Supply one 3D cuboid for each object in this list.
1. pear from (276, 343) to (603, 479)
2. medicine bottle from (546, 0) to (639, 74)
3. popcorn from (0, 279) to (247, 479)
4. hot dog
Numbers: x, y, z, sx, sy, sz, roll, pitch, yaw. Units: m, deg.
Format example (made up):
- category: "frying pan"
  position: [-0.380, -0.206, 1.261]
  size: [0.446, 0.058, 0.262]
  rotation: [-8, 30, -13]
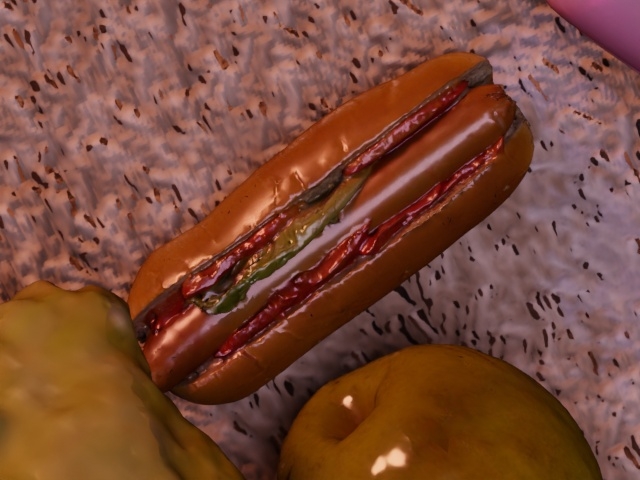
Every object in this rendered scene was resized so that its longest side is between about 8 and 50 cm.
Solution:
- category: "pear"
  position: [0.061, 0.129, 0.926]
  size: [0.149, 0.149, 0.162]
  rotation: [-45, 102, -1]
- category: "medicine bottle"
  position: [0.241, -0.108, 0.919]
  size: [0.254, 0.152, 0.152]
  rotation: [32, 92, -17]
- category: "popcorn"
  position: [-0.134, 0.176, 0.821]
  size: [0.312, 0.312, 0.312]
  rotation: [-2, 101, -12]
- category: "hot dog"
  position: [0.000, 0.000, 0.932]
  size: [0.235, 0.062, 0.092]
  rotation: [-40, 109, -2]
